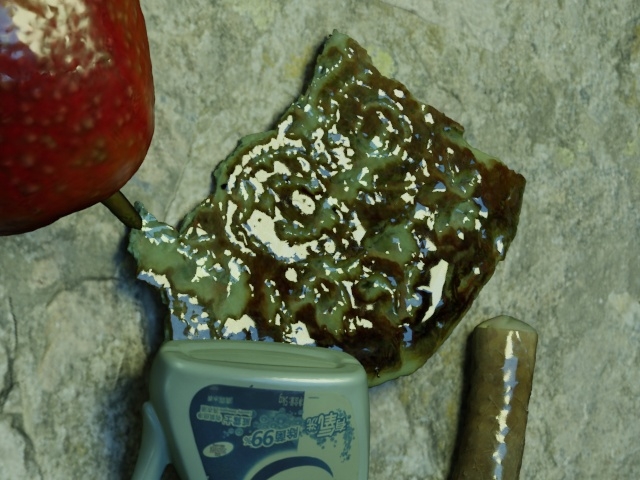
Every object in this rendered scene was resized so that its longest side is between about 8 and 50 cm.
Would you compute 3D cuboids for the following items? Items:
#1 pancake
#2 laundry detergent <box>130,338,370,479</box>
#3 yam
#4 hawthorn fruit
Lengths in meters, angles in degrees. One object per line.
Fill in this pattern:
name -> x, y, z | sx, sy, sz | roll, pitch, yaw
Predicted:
pancake -> 0.004, 0.004, 1.832 | 0.427, 0.067, 0.305 | -44, 101, -27
laundry detergent -> -0.068, 0.233, 1.714 | 0.215, 0.105, 0.280 | 5, 106, -14
yam -> 0.154, 0.245, 1.885 | 0.081, 0.081, 0.356 | 18, 75, -30
hawthorn fruit -> -0.251, -0.135, 1.560 | 0.369, 0.285, 0.284 | 50, 62, -29
